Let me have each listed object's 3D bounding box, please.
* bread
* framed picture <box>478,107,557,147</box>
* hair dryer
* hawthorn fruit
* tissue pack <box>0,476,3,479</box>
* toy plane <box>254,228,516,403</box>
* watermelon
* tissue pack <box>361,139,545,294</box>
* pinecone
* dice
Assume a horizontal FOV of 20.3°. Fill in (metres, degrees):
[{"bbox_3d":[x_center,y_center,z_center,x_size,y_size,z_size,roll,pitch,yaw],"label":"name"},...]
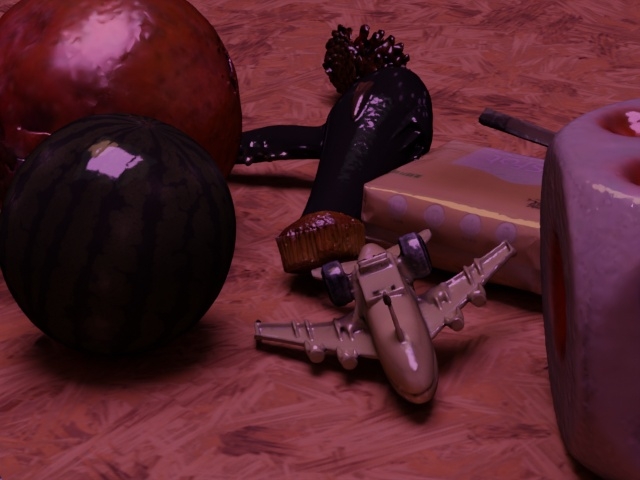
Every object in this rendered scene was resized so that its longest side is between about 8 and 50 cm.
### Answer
[{"bbox_3d":[0.000,0.000,1.677,0.085,0.053,0.085,-9,-9,-1],"label":"bread"},{"bbox_3d":[0.310,-0.080,1.814,0.189,0.023,0.260,13,7,-44],"label":"framed picture"},{"bbox_3d":[-0.062,-0.077,1.899,0.359,0.120,0.304,-3,35,26],"label":"hair dryer"},{"bbox_3d":[-0.226,-0.099,1.728,0.276,0.276,0.307,5,39,17],"label":"hawthorn fruit"},{"bbox_3d":[-0.273,0.206,1.232,0.111,0.079,0.085,-18,59,-33],"label":"tissue pack"},{"bbox_3d":[0.060,0.060,1.523,0.242,0.104,0.256,-18,17,1],"label":"toy plane"},{"bbox_3d":[-0.176,-0.003,1.541,0.212,0.212,0.212,-2,23,1],"label":"watermelon"},{"bbox_3d":[0.173,-0.024,1.700,0.222,0.090,0.186,14,25,34],"label":"tissue pack"},{"bbox_3d":[0.055,-0.213,2.178,0.109,0.102,0.102,17,11,-31],"label":"pinecone"},{"bbox_3d":[0.304,0.038,1.362,0.251,0.243,0.259,-2,20,0],"label":"dice"}]
